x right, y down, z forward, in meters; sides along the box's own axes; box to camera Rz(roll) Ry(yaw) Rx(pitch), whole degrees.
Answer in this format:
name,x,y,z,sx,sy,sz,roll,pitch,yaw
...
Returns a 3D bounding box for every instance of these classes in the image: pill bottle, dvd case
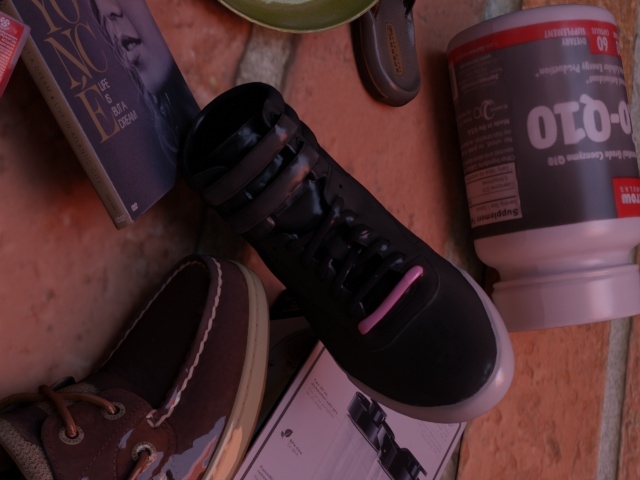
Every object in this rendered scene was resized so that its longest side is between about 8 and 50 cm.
name,x,y,z,sx,sy,sz,roll,pitch,yaw
pill bottle,0.217,-0.063,0.970,0.161,0.161,0.283,-4,84,-45
dvd case,-0.148,-0.135,0.679,0.221,0.018,0.164,63,23,-14

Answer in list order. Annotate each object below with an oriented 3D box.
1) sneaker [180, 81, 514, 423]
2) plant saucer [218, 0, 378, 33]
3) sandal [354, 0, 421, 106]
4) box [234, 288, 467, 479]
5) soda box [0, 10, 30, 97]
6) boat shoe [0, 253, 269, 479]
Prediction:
name,x,y,z,sx,sy,sz,roll,pitch,yaw
sneaker,0.000,0.000,0.666,0.104,0.296,0.147,-45,135,2
plant saucer,-0.029,-0.286,0.821,0.241,0.037,0.241,-4,97,-32
sandal,0.057,-0.230,0.917,0.090,0.060,0.219,-14,92,-46
box,-0.019,0.186,0.737,0.169,0.087,0.290,52,51,-24
soda box,-0.291,-0.131,0.518,0.263,0.092,0.083,27,79,-38
boat shoe,-0.141,0.136,0.607,0.123,0.123,0.342,43,61,-32
